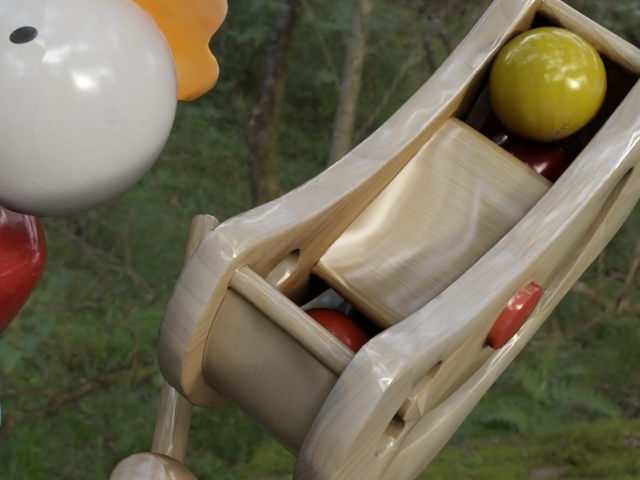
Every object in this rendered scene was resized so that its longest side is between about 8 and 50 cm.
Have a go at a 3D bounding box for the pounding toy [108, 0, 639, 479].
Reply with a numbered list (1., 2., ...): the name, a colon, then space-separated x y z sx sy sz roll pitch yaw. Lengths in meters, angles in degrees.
1. pounding toy: 0.000 0.000 0.449 0.155 0.269 0.154 38 -10 20

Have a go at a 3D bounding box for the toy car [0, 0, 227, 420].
1. toy car: -0.155 -0.063 0.515 0.210 0.238 0.219 48 11 -42
